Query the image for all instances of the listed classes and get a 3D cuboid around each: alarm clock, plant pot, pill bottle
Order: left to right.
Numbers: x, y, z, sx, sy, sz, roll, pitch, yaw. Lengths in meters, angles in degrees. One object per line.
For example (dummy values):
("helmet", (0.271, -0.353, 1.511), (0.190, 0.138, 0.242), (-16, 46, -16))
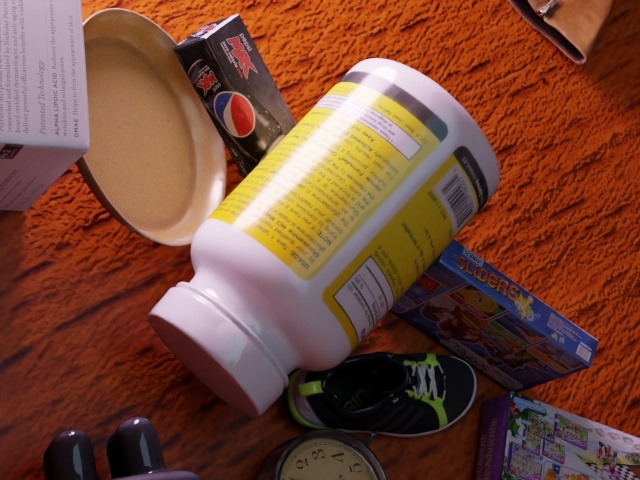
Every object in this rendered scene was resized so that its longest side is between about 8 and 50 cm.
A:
("plant pot", (-0.173, -0.105, 1.576), (0.236, 0.032, 0.236), (34, 47, -48))
("alarm clock", (-0.017, 0.251, 1.571), (0.192, 0.064, 0.129), (-6, 76, -35))
("pill bottle", (0.000, 0.000, 1.567), (0.188, 0.188, 0.334), (46, 74, -9))

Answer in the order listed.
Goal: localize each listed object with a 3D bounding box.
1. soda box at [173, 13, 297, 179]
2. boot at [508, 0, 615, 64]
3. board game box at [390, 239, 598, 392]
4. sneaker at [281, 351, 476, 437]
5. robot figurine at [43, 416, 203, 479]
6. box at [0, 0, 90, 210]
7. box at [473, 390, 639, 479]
("soda box", (-0.076, -0.137, 1.654), (0.060, 0.053, 0.169), (-43, 112, -39))
("boot", (0.376, -0.317, 1.999), (0.264, 0.096, 0.280), (43, 57, -12))
("board game box", (0.167, 0.081, 1.701), (0.201, 0.136, 0.035), (35, 59, -17))
("sneaker", (0.073, 0.153, 1.641), (0.235, 0.097, 0.084), (-4, 75, -32))
("robot figurine", (-0.164, 0.295, 1.396), (0.173, 0.209, 0.278), (18, 57, -65))
("box", (-0.294, -0.137, 1.470), (0.119, 0.181, 0.182), (3, 72, -27))
("box", (0.292, 0.300, 1.746), (0.293, 0.057, 0.201), (22, 62, -23))
